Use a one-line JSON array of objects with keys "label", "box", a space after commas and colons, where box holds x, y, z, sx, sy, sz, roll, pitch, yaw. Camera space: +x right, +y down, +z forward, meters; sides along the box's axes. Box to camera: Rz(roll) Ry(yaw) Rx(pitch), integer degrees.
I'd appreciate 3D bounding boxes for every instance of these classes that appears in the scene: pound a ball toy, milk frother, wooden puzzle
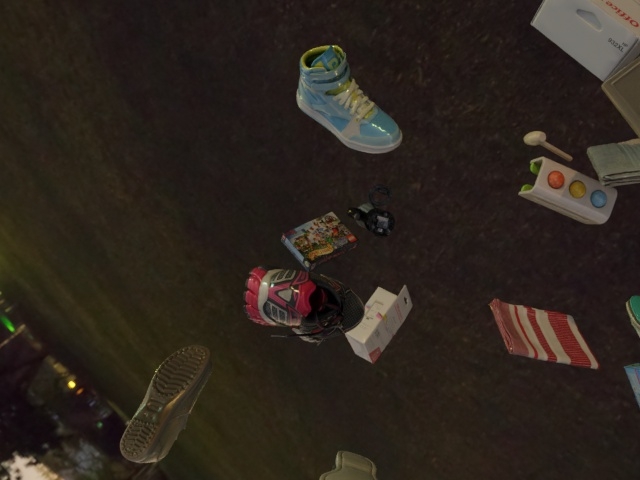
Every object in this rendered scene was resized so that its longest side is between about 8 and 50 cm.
[{"label": "pound a ball toy", "box": [0.794, -0.205, 1.806, 0.319, 0.208, 0.136, 22, 176, -8]}, {"label": "milk frother", "box": [0.166, -0.100, 1.721, 0.129, 0.143, 0.135, 32, -176, -22]}, {"label": "wooden puzzle", "box": [0.900, -0.394, 1.474, 0.221, 0.044, 0.238, 58, 145, 9]}]

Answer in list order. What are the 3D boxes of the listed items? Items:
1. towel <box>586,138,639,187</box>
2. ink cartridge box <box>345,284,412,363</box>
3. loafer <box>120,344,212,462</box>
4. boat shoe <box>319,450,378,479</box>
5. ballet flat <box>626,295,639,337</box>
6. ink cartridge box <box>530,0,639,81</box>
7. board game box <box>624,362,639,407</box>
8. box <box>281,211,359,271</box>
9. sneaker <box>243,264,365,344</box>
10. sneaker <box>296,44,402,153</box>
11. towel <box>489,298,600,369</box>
[{"label": "towel", "box": [0.897, -0.236, 1.639, 0.187, 0.282, 0.049, -7, 115, 19]}, {"label": "ink cartridge box", "box": [0.157, 0.207, 1.469, 0.067, 0.198, 0.115, 24, 154, 35]}, {"label": "loafer", "box": [-0.316, 0.344, 1.183, 0.101, 0.269, 0.092, 16, 146, 26]}, {"label": "boat shoe", "box": [0.037, 0.388, 0.850, 0.095, 0.079, 0.254, 15, 174, 4]}, {"label": "ballet flat", "box": [0.579, 0.167, 0.969, 0.168, 0.057, 0.053, -102, 11, -54]}, {"label": "ink cartridge box", "box": [0.671, -0.526, 1.272, 0.223, 0.307, 0.129, 47, 152, 17]}, {"label": "board game box", "box": [0.693, 0.326, 1.100, 0.211, 0.039, 0.160, 75, 179, -80]}, {"label": "box", "box": [0.000, 0.000, 1.981, 0.159, 0.233, 0.044, 47, 142, 24]}, {"label": "sneaker", "box": [0.000, 0.116, 0.933, 0.111, 0.121, 0.299, 4, 172, 31]}, {"label": "sneaker", "box": [0.065, -0.353, 1.368, 0.318, 0.127, 0.208, 33, 157, 18]}, {"label": "towel", "box": [0.743, 0.310, 1.866, 0.328, 0.237, 0.037, 12, 125, -12]}]
